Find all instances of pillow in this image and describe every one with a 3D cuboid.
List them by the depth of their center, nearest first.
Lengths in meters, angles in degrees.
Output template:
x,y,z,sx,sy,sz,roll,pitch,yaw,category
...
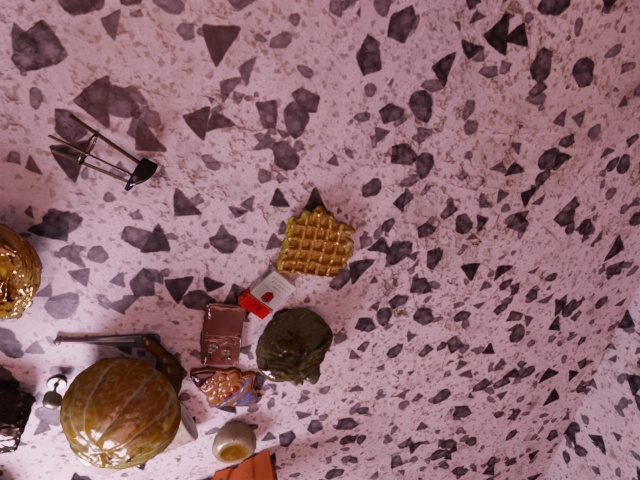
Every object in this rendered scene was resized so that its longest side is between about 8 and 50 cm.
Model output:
x,y,z,sx,sy,sz,roll,pitch,yaw,category
-0.308,0.295,1.261,0.126,0.043,0.232,4,113,-17,pillow

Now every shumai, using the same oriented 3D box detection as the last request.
x,y,z,sx,sy,sz,roll,pitch,yaw,category
-0.082,0.361,1.305,0.256,0.189,0.218,-31,139,-17,shumai

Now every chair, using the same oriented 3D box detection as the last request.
x,y,z,sx,sy,sz,roll,pitch,yaw,category
-0.508,-0.189,0.946,0.222,0.104,0.095,26,131,-20,chair

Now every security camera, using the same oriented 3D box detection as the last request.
x,y,z,sx,sy,sz,roll,pitch,yaw,category
-0.781,0.451,1.173,0.058,0.092,0.058,-7,119,-13,security camera

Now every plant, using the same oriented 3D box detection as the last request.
x,y,z,sx,sy,sz,roll,pitch,yaw,category
-0.974,0.473,1.084,0.321,0.181,0.193,18,109,-28,plant

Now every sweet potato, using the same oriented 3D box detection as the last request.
x,y,z,sx,sy,sz,roll,pitch,yaw,category
-0.474,0.382,1.238,0.075,0.074,0.269,-17,117,-7,sweet potato

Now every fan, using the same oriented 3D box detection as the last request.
x,y,z,sx,sy,sz,roll,pitch,yaw,category
-0.623,0.300,1.186,0.283,0.023,0.057,3,123,-17,fan

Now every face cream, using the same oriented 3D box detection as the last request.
x,y,z,sx,sy,sz,roll,pitch,yaw,category
-0.603,0.666,1.334,0.349,0.081,0.173,-21,118,-5,face cream

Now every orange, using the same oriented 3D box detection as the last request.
x,y,z,sx,sy,sz,roll,pitch,yaw,category
-0.563,0.489,1.143,0.330,0.249,0.328,6,124,9,orange

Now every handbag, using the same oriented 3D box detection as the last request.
x,y,z,sx,sy,sz,roll,pitch,yaw,category
-0.339,0.967,1.432,0.411,0.303,0.116,-23,118,-6,handbag

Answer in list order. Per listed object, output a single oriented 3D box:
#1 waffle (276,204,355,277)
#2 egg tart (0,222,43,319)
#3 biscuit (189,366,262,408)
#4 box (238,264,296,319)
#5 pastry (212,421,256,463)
x,y,z,sx,sy,sz,roll,pitch,yaw,category
0.000,0.000,1.196,0.230,0.057,0.218,6,113,-19,waffle
-0.798,0.064,0.972,0.298,0.132,0.296,0,113,1,egg tart
-0.316,0.498,1.364,0.280,0.043,0.183,36,98,-30,biscuit
-0.163,0.160,1.234,0.152,0.048,0.100,-44,117,5,box
-0.309,0.727,1.444,0.157,0.092,0.156,-5,114,-11,pastry
